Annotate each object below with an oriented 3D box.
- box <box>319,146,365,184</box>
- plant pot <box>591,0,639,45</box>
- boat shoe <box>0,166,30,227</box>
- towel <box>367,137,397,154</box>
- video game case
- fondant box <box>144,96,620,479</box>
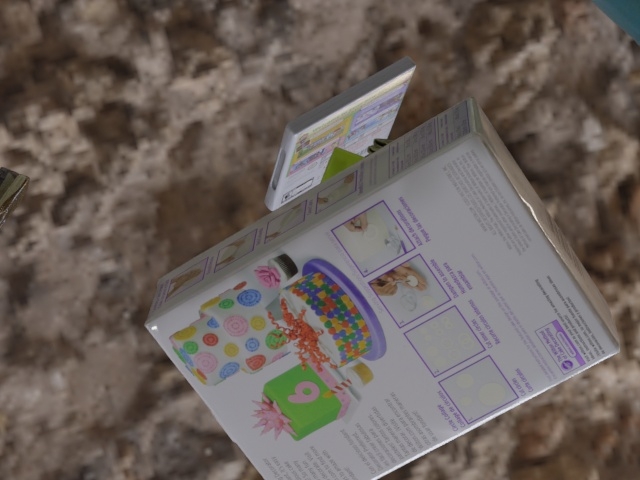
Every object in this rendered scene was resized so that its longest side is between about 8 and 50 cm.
[{"bbox_3d":[0.000,0.000,1.618,0.042,0.178,0.109,21,175,0],"label":"box"},{"bbox_3d":[0.372,-0.372,1.795,0.272,0.255,0.271,-52,175,-7],"label":"plant pot"},{"bbox_3d":[-0.423,-0.037,2.013,0.049,0.056,0.152,28,-137,6],"label":"boat shoe"},{"bbox_3d":[0.142,-0.101,1.975,0.148,0.027,0.110,0,-164,-35],"label":"towel"},{"bbox_3d":[0.024,-0.143,2.150,0.212,0.023,0.193,-31,161,-26],"label":"video game case"},{"bbox_3d":[0.053,0.063,1.371,0.330,0.238,0.096,-30,-159,14],"label":"fondant box"}]
